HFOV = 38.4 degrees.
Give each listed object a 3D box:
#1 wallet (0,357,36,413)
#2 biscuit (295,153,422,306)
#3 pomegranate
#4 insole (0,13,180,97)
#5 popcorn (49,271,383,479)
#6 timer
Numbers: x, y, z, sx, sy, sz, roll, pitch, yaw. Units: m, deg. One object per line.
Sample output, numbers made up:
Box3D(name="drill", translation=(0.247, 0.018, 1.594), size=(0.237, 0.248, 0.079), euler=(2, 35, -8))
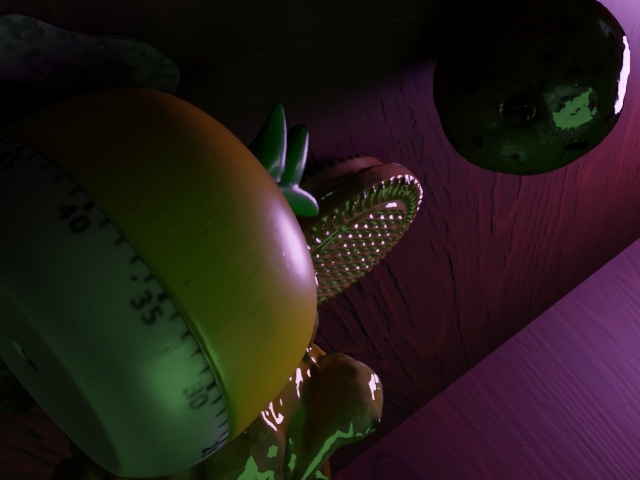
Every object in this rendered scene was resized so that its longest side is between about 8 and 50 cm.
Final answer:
Box3D(name="wallet", translation=(-0.298, 0.102, 0.822), size=(0.124, 0.042, 0.230), euler=(-46, 161, 3))
Box3D(name="biscuit", translation=(0.000, 0.000, 1.048), size=(0.259, 0.079, 0.259), euler=(-34, 160, -14))
Box3D(name="pomegranate", translation=(0.216, -0.170, 0.942), size=(0.202, 0.202, 0.248), euler=(-51, -174, 31))
Box3D(name="insole", translation=(-0.163, -0.120, 0.636), size=(0.065, 0.006, 0.193), euler=(-46, 157, 21))
Box3D(name="popcorn", translation=(-0.123, 0.176, 0.912), size=(0.279, 0.274, 0.335), euler=(-39, 166, -37))
Box3D(name="timer", translation=(-0.099, 0.002, 0.654), size=(0.285, 0.285, 0.285), euler=(-33, 158, -15))
